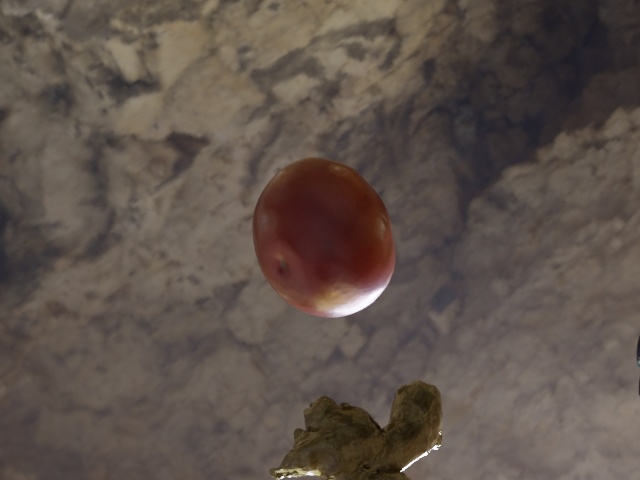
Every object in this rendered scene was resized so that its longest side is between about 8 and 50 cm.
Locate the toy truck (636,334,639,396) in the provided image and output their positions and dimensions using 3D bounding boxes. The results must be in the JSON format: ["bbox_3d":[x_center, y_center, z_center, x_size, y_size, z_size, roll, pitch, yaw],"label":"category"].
[{"bbox_3d":[0.268,0.060,0.957,0.063,0.074,0.136,8,-44,20],"label":"toy truck"}]

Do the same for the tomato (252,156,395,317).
[{"bbox_3d":[0.000,0.000,1.555,0.195,0.136,0.195,32,-40,32],"label":"tomato"}]

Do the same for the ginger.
[{"bbox_3d":[0.050,0.192,1.299,0.133,0.214,0.059,35,-47,6],"label":"ginger"}]
